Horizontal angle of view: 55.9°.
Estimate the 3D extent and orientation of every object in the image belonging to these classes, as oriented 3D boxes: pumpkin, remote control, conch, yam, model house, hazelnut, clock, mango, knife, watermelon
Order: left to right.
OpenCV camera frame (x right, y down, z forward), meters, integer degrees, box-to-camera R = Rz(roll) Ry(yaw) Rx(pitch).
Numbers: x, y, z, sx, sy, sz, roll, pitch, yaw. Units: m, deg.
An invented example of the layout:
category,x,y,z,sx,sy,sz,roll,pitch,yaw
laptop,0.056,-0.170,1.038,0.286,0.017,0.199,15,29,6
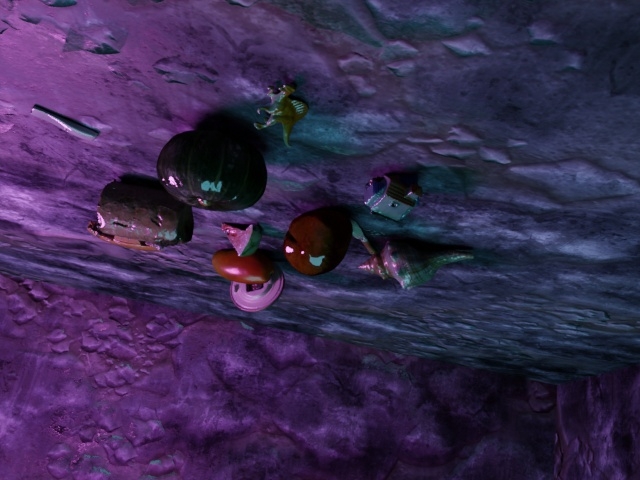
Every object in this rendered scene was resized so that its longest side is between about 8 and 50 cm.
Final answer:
category,x,y,z,sx,sy,sz,roll,pitch,yaw
remote control,-0.738,-0.331,1.735,0.184,0.027,0.050,23,155,-27
yam,-0.580,-0.088,2.047,0.300,0.195,0.195,12,159,1
pumpkin,-0.295,-0.193,1.640,0.300,0.207,0.300,6,173,1
mango,-0.328,0.106,2.482,0.289,0.146,0.129,2,160,23
watermelon,-0.293,-0.002,2.257,0.158,0.121,0.098,5,180,26
clock,-0.265,0.186,2.521,0.245,0.244,0.056,3,149,20
hazelnut,0.000,0.000,2.003,0.217,0.217,0.251,23,132,-29
knife,0.140,-0.013,2.133,0.047,0.017,0.298,8,160,24
model house,0.218,-0.139,1.665,0.148,0.119,0.149,22,146,-24
conch,0.330,0.094,2.122,0.386,0.169,0.203,9,-176,10

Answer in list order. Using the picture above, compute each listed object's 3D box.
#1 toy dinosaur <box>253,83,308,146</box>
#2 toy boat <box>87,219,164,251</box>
category,x,y,z,sx,sy,sz,roll,pitch,yaw
toy dinosaur,-0.082,-0.310,1.463,0.142,0.057,0.212,-23,157,24
toy boat,-0.787,-0.025,2.457,0.321,0.089,0.121,13,153,-1
